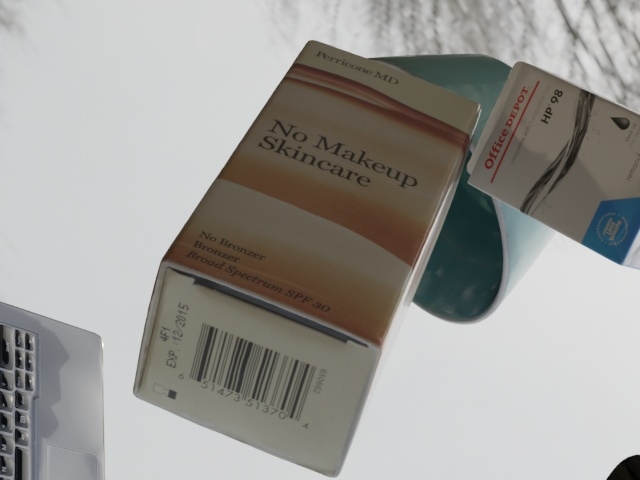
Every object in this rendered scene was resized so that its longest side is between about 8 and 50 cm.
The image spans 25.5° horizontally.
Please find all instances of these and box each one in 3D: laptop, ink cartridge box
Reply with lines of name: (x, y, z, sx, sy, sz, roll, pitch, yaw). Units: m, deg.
laptop: (-0.282, 0.196, 1.387, 0.236, 0.408, 0.382, -21, -119, 32)
ink cartridge box: (0.184, -0.063, 1.057, 0.180, 0.060, 0.104, 31, -77, 33)

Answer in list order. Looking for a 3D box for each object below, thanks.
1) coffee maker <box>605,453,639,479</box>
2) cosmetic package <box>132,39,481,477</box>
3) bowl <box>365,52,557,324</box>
coffee maker: (0.302, 0.267, 1.219, 0.120, 0.171, 0.178, -42, -156, 7)
cosmetic package: (0.000, 0.000, 0.983, 0.153, 0.129, 0.296, 20, -142, 4)
bowl: (0.158, -0.081, 1.547, 0.163, 0.311, 0.311, -28, -157, -25)
